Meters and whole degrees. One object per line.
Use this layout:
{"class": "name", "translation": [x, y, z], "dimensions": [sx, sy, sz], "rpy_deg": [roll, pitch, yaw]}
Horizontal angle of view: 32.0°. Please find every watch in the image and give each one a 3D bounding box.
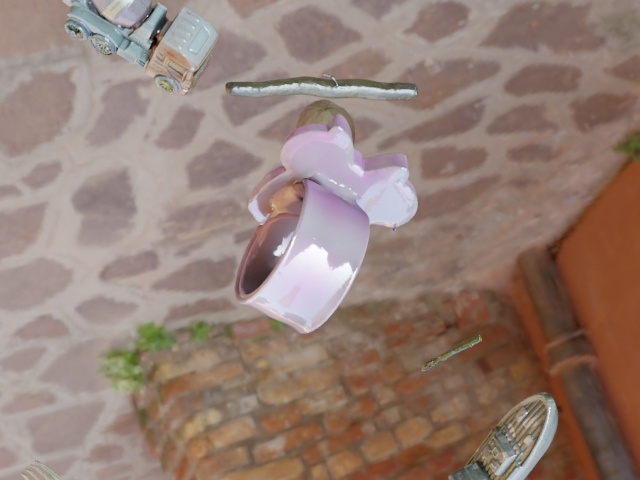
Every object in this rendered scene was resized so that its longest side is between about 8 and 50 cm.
{"class": "watch", "translation": [0.000, 0.000, 1.479], "dimensions": [0.210, 0.218, 0.248], "rpy_deg": [28, 137, -20]}

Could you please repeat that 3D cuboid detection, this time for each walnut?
{"class": "walnut", "translation": [0.010, -0.231, 2.439], "dimensions": [0.140, 0.140, 0.162], "rpy_deg": [-8, 135, -24]}

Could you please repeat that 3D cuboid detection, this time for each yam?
{"class": "yam", "translation": [0.003, -0.181, 1.323], "dimensions": [0.234, 0.027, 0.029], "rpy_deg": [-1, 175, -14]}

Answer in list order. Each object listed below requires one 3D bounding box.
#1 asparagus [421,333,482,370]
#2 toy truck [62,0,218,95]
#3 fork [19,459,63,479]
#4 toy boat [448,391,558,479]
{"class": "asparagus", "translation": [0.203, 0.178, 1.750], "dimensions": [0.114, 0.014, 0.015], "rpy_deg": [-30, 128, 21]}
{"class": "toy truck", "translation": [-0.278, -0.338, 1.683], "dimensions": [0.256, 0.108, 0.140], "rpy_deg": [33, 154, -8]}
{"class": "fork", "translation": [-0.246, 0.329, 1.186], "dimensions": [0.028, 0.219, 0.034], "rpy_deg": [-27, -172, 44]}
{"class": "toy boat", "translation": [0.241, 0.303, 1.522], "dimensions": [0.085, 0.078, 0.260], "rpy_deg": [10, 125, -35]}
